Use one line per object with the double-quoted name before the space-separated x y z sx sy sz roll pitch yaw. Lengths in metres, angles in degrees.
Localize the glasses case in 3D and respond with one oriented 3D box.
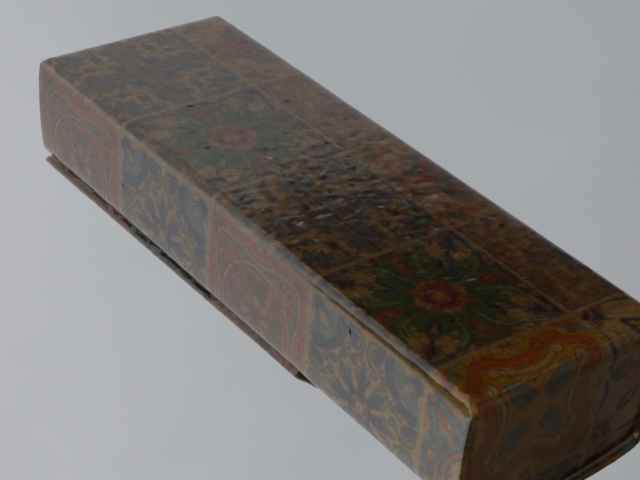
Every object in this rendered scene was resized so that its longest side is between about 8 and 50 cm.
"glasses case" 0.000 0.000 0.533 0.075 0.218 0.049 -20 -50 -32
